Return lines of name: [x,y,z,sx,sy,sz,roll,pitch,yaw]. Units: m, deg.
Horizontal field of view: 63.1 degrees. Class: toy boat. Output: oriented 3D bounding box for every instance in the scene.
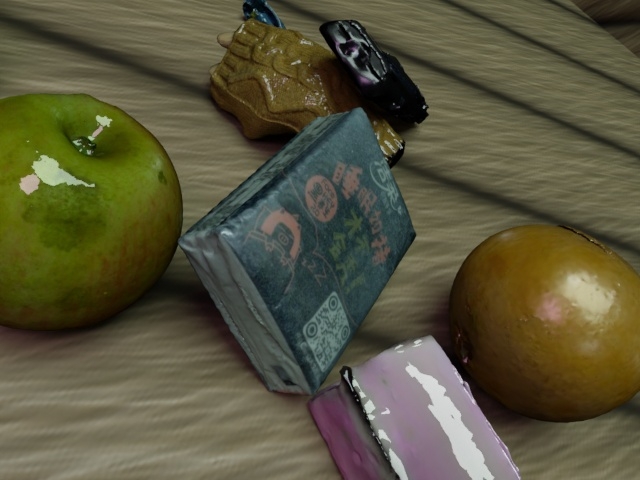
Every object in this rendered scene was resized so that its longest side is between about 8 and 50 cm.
toy boat: [-0.108,-0.414,0.999,0.061,0.060,0.137,-12,67,-55]

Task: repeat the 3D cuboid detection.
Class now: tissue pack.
tissue pack: [0.000,0.000,0.652,0.315,0.103,0.228,-50,124,-42]

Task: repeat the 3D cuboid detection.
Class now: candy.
candy: [0.117,0.249,0.578,0.155,0.116,0.265,-15,63,-35]

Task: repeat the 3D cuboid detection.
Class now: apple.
apple: [-0.264,-0.038,0.527,0.246,0.226,0.246,16,49,-19]

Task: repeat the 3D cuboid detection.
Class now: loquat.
loquat: [0.299,0.102,0.689,0.263,0.263,0.263,14,51,-18]

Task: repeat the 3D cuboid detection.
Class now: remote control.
remote control: [0.113,-0.266,0.870,0.144,0.062,0.399,56,19,6]

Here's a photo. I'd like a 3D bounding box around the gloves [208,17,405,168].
gloves: [-0.020,-0.229,0.842,0.356,0.155,0.203,33,44,4]
